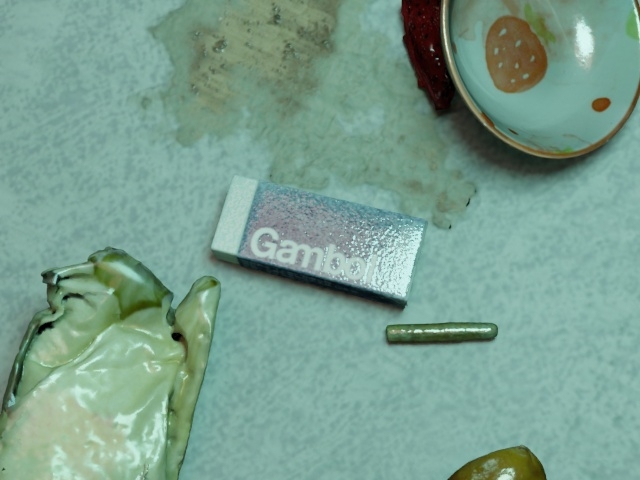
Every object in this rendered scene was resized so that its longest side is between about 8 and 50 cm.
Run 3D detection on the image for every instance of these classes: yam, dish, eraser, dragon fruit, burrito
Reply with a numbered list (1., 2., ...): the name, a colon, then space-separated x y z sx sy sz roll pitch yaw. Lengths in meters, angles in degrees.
1. yam: 0.125 0.095 1.290 0.116 0.021 0.021 -1 74 3
2. dish: 0.215 -0.209 1.310 0.260 0.085 0.260 3 83 -27
3. eraser: 0.000 0.000 1.310 0.212 0.046 0.092 14 75 7
4. dragon fruit: 0.116 -0.207 1.356 0.063 0.097 0.131 -1 96 15
5. burrito: -0.211 0.180 1.225 0.190 0.135 0.332 10 73 2

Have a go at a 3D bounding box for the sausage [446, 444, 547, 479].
1. sausage: 0.108 0.297 1.193 0.270 0.109 0.109 -38 76 -7
